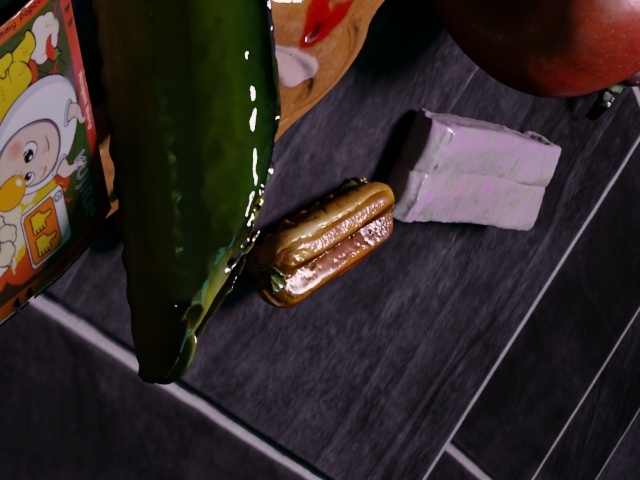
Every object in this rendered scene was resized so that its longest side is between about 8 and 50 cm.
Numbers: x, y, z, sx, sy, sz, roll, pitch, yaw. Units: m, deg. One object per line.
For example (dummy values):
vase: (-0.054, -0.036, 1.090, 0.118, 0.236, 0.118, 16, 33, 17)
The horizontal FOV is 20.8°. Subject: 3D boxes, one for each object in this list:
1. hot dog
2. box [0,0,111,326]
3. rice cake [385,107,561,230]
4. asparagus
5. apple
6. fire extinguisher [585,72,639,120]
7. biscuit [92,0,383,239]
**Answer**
hot dog: (0.000, 0.000, 1.512, 0.188, 0.055, 0.072, -31, 138, -43)
box: (-0.230, -0.058, 0.960, 0.177, 0.148, 0.195, -44, 149, -31)
rice cake: (0.152, -0.067, 1.712, 0.298, 0.050, 0.106, 2, 115, -60)
asparagus: (-0.079, -0.107, 1.052, 0.128, 0.108, 0.382, 1, 82, -63)
apple: (0.201, -0.229, 1.454, 0.201, 0.218, 0.218, -28, 139, -51)
fire extinguisher: (0.342, -0.230, 1.866, 0.099, 0.071, 0.231, -67, -179, -77)
biscuit: (-0.052, -0.120, 1.229, 0.334, 0.047, 0.202, -48, 155, 7)
